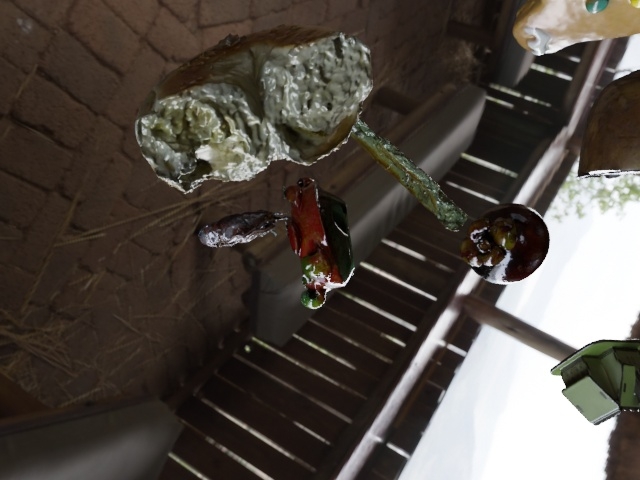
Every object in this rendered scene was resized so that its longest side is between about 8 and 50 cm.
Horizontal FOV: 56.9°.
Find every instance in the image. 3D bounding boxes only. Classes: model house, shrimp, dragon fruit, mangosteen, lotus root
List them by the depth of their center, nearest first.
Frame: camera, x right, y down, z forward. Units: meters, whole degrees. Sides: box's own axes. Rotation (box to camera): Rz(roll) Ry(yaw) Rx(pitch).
[{"bbox_3d":[0.272,0.004,0.889,0.140,0.140,0.140,-50,155,-33],"label":"mangosteen"},{"bbox_3d":[0.556,-0.188,0.969,0.272,0.273,0.191,-2,98,-67],"label":"lotus root"},{"bbox_3d":[-0.152,-0.027,1.203,0.190,0.074,0.073,-20,151,-15],"label":"shrimp"},{"bbox_3d":[0.000,0.000,1.312,0.268,0.130,0.294,-43,125,-89],"label":"dragon fruit"},{"bbox_3d":[0.792,0.432,1.596,0.218,0.205,0.278,120,-32,-48],"label":"model house"}]

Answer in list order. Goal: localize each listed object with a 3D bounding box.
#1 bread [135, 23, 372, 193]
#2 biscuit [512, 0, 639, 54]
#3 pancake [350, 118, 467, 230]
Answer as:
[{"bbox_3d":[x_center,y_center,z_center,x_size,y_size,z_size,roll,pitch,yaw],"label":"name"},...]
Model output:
[{"bbox_3d":[-0.102,-0.181,0.796,0.314,0.192,0.171,-30,129,-17],"label":"bread"},{"bbox_3d":[0.373,-0.265,0.600,0.216,0.340,0.047,53,45,-62],"label":"biscuit"},{"bbox_3d":[0.167,-0.137,1.186,0.054,0.376,0.197,-45,135,5],"label":"pancake"}]
